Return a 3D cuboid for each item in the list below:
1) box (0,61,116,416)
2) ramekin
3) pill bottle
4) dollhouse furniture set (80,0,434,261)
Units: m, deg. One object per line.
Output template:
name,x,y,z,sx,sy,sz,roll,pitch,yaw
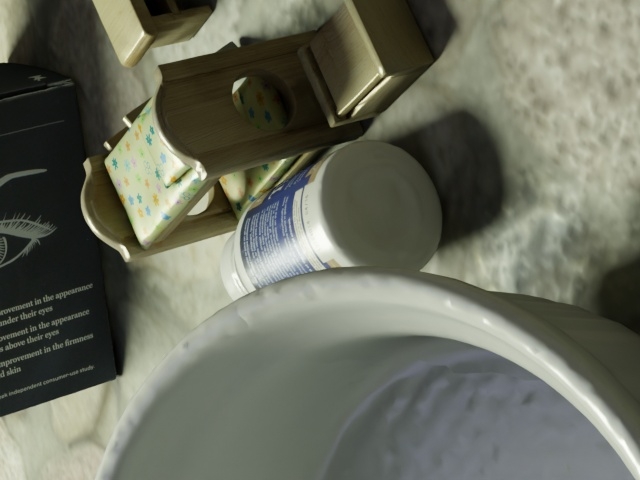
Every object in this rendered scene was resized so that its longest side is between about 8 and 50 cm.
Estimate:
box,-0.230,0.004,1.080,0.108,0.153,0.207,18,118,53
ramekin,0.052,0.147,0.662,0.277,0.135,0.277,1,91,34
pill bottle,0.000,0.000,0.812,0.120,0.067,0.067,-27,82,57
dollhouse furniture set,-0.060,-0.103,0.822,0.182,0.101,0.161,-42,69,55
